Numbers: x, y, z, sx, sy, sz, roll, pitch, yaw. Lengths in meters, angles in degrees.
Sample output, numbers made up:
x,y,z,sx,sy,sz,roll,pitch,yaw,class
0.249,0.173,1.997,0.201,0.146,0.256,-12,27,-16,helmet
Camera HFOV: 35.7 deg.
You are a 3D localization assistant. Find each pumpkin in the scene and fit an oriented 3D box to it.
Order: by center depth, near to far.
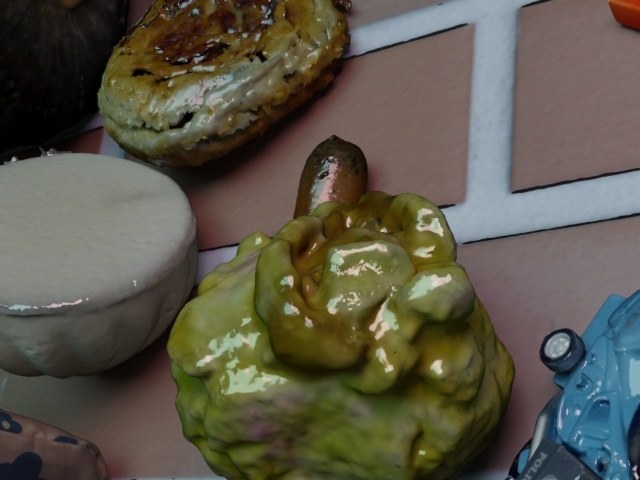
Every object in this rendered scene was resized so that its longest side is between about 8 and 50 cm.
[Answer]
x,y,z,sx,sy,sz,roll,pitch,yaw,class
-0.410,-0.297,1.074,0.343,0.454,0.455,10,71,22,pumpkin

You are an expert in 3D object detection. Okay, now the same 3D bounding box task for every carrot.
x,y,z,sx,sy,sz,roll,pitch,yaw,class
0.000,0.000,0.861,0.060,0.060,0.186,2,72,36,carrot

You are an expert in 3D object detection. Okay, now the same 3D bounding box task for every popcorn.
x,y,z,sx,sy,sz,roll,pitch,yaw,class
0.020,0.071,0.690,0.259,0.259,0.212,-28,27,21,popcorn

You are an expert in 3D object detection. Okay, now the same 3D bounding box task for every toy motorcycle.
x,y,z,sx,sy,sz,roll,pitch,yaw,class
0.222,0.099,0.613,0.272,0.123,0.182,-54,26,-5,toy motorcycle

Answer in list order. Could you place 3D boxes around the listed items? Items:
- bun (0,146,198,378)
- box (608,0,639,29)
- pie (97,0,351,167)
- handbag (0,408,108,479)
x,y,z,sx,sy,sz,roll,pitch,yaw,class
-0.240,0.047,0.942,0.263,0.175,0.263,0,34,0,bun
0.348,-0.255,0.765,0.139,0.035,0.245,33,87,42,box
-0.111,-0.191,1.009,0.308,0.085,0.308,-15,44,16,pie
-0.345,0.215,0.866,0.193,0.251,0.190,17,83,50,handbag
